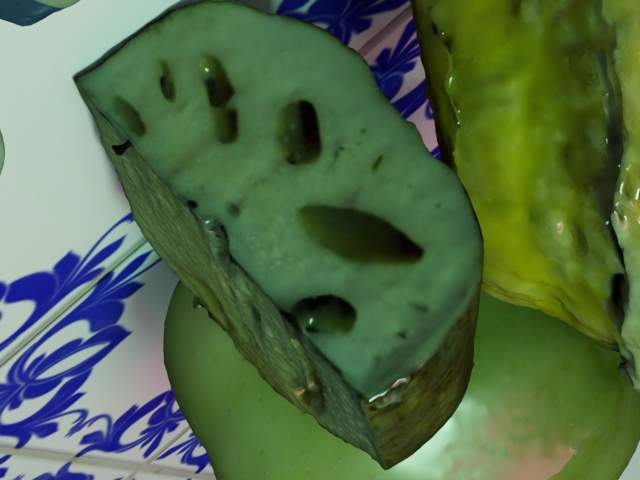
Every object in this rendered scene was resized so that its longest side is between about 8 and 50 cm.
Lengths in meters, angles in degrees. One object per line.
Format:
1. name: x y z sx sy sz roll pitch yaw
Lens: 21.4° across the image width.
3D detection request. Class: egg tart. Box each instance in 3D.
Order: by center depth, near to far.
1. egg tart: 0.145 -0.094 1.031 0.169 0.388 0.388 -8 165 7

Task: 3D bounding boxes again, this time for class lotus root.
1. lotus root: 0.009 0.013 1.014 0.149 0.267 0.260 -38 154 -9

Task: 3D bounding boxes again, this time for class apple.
1. apple: 0.060 0.103 1.284 0.357 0.357 0.357 -36 163 -12

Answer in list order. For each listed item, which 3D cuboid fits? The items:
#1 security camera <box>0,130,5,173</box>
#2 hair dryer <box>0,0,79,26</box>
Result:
1. security camera: -0.241 -0.048 0.717 0.157 0.080 0.301 -39 161 1
2. hair dryer: -0.025 -0.241 0.680 0.296 0.119 0.298 -55 174 33
